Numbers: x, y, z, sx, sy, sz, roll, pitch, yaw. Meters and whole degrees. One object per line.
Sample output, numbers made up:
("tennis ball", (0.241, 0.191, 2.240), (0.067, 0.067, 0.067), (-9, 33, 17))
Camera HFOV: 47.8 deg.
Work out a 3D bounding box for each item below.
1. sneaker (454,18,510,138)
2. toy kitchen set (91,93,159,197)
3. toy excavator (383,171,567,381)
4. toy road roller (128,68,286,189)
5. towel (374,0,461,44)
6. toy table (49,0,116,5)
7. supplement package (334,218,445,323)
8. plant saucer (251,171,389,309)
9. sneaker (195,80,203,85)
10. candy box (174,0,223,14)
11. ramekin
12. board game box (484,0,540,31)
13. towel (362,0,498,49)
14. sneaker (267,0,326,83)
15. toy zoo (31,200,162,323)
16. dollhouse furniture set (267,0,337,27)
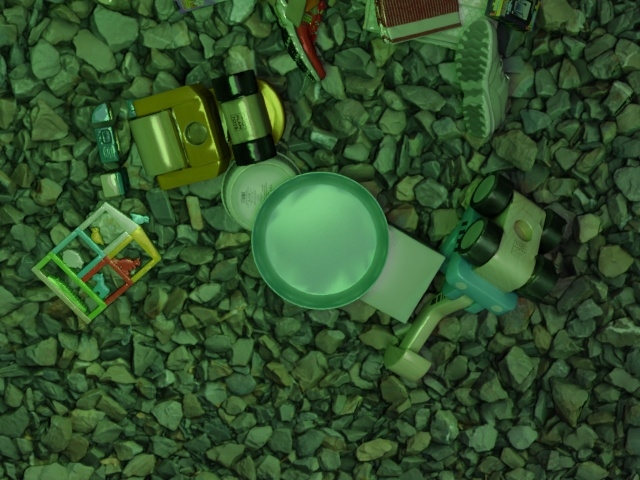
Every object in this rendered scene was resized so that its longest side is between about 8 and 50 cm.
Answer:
("sneaker", (0.397, -0.394, 1.733), (0.115, 0.105, 0.281), (-27, 126, -29))
("toy kitchen set", (-0.428, -0.221, 1.665), (0.166, 0.122, 0.207), (-11, 104, -4))
("toy excavator", (0.357, 0.114, 1.795), (0.222, 0.445, 0.433), (31, 56, -11))
("toy road roller", (-0.238, -0.258, 1.636), (0.329, 0.240, 0.203), (-13, 103, 11))
("towel", (0.199, -0.617, 1.599), (0.237, 0.037, 0.329), (-22, 108, -30))
("toy table", (-0.489, -0.633, 1.524), (0.160, 0.252, 0.274), (13, 110, 8))
("supplement package", (0.158, 0.058, 1.780), (0.203, 0.149, 0.194), (29, 98, -12))
("plant saucer", (0.000, 0.000, 1.669), (0.317, 0.044, 0.318), (0, 96, 2))
("sneaker", (-0.310, -0.343, 1.703), (0.083, 0.032, 0.037), (-35, 90, -3))
("candy box", (-0.240, -0.590, 1.579), (0.196, 0.165, 0.070), (-17, 79, -3))
("ramekin", (-0.135, -0.111, 1.730), (0.207, 0.109, 0.207), (-1, 103, -6))
("board game box", (0.463, -0.591, 1.691), (0.141, 0.048, 0.170), (7, 102, -41))
("towel", (0.281, -0.622, 1.696), (0.331, 0.053, 0.317), (8, 101, -9))
("sneaker", (-0.034, -0.503, 1.661), (0.118, 0.107, 0.279), (-24, 104, -6))
("toy zoo", (-0.526, 0.040, 1.757), (0.293, 0.030, 0.192), (-40, 104, 3))
("dollhouse furniture set", (-0.028, -0.638, 1.563), (0.259, 0.135, 0.262), (44, 67, 8))
